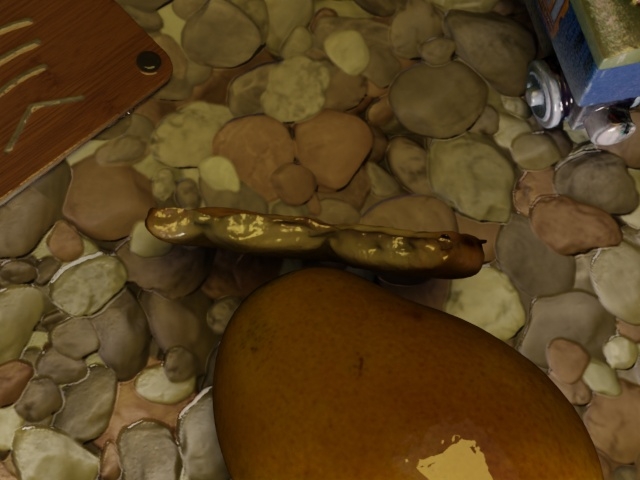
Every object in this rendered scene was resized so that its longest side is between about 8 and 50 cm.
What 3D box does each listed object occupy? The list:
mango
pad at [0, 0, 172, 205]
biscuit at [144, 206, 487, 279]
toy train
[{"bbox_3d":[0.061,0.171,1.461,0.264,0.221,0.378,-39,65,-19],"label":"mango"},{"bbox_3d":[-0.331,-0.180,1.673,0.286,0.018,0.284,-39,76,-24],"label":"pad"},{"bbox_3d":[-0.001,0.000,1.569,0.299,0.154,0.045,7,91,8],"label":"biscuit"},{"bbox_3d":[0.249,-0.250,1.690,0.131,0.202,0.300,-13,68,-13],"label":"toy train"}]
